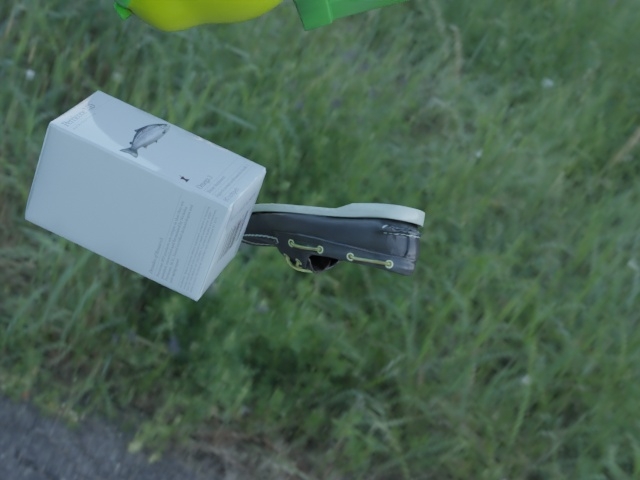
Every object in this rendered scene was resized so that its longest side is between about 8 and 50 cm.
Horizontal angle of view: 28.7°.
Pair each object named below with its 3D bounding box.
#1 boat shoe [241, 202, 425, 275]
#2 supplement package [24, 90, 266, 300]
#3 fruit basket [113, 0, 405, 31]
[{"bbox_3d":[0.000,0.000,1.274,0.081,0.228,0.068,13,80,-52],"label":"boat shoe"},{"bbox_3d":[-0.159,-0.043,1.140,0.179,0.105,0.105,25,29,5],"label":"supplement package"},{"bbox_3d":[-0.046,-0.360,1.310,0.392,0.392,0.283,4,84,-28],"label":"fruit basket"}]
